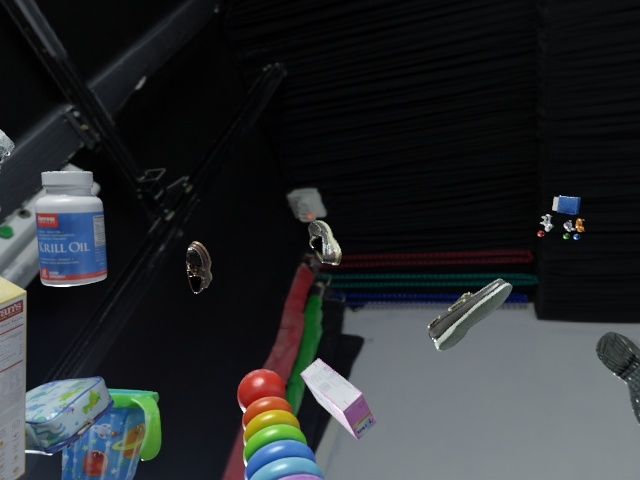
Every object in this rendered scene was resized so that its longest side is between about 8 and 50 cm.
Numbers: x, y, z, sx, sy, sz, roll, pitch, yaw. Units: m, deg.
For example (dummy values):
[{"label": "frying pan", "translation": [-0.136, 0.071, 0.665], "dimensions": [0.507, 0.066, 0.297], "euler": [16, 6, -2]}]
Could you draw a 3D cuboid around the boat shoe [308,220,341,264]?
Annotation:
[{"label": "boat shoe", "translation": [0.000, 0.000, 1.124], "dimensions": [0.152, 0.049, 0.056], "euler": [53, 133, 51]}]

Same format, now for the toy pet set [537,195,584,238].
[{"label": "toy pet set", "translation": [0.643, -0.056, 1.277], "dimensions": [0.065, 0.122, 0.114], "euler": [-135, 49, -76]}]

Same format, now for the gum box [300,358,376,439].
[{"label": "gum box", "translation": [0.037, 0.371, 1.176], "dimensions": [0.062, 0.188, 0.107], "euler": [-37, -58, -20]}]

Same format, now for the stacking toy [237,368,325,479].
[{"label": "stacking toy", "translation": [-0.071, 0.342, 0.818], "dimensions": [0.330, 0.141, 0.141], "euler": [-118, 10, -57]}]

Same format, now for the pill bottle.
[{"label": "pill bottle", "translation": [-0.503, -0.027, 0.995], "dimensions": [0.124, 0.124, 0.221], "euler": [-18, -72, -68]}]

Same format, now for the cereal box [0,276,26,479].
[{"label": "cereal box", "translation": [-0.377, 0.124, 0.499], "dimensions": [0.047, 0.173, 0.240], "euler": [-35, -37, -60]}]

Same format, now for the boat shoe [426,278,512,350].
[{"label": "boat shoe", "translation": [0.343, 0.162, 1.157], "dimensions": [0.081, 0.227, 0.068], "euler": [27, -157, -45]}]

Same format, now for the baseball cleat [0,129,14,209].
[{"label": "baseball cleat", "translation": [-0.655, -0.153, 0.978], "dimensions": [0.110, 0.072, 0.205], "euler": [-25, -95, -34]}]

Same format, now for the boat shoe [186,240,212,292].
[{"label": "boat shoe", "translation": [-0.400, 0.093, 1.609], "dimensions": [0.073, 0.073, 0.206], "euler": [-51, -26, -37]}]

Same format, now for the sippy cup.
[{"label": "sippy cup", "translation": [-0.549, 0.499, 1.258], "dimensions": [0.240, 0.305, 0.223], "euler": [11, -107, -24]}]

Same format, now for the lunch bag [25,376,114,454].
[{"label": "lunch bag", "translation": [-0.568, 0.367, 1.053], "dimensions": [0.176, 0.219, 0.090], "euler": [-44, -60, -62]}]

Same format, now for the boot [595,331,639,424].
[{"label": "boot", "translation": [0.619, 0.265, 0.869], "dimensions": [0.246, 0.161, 0.083], "euler": [-97, 27, -52]}]
